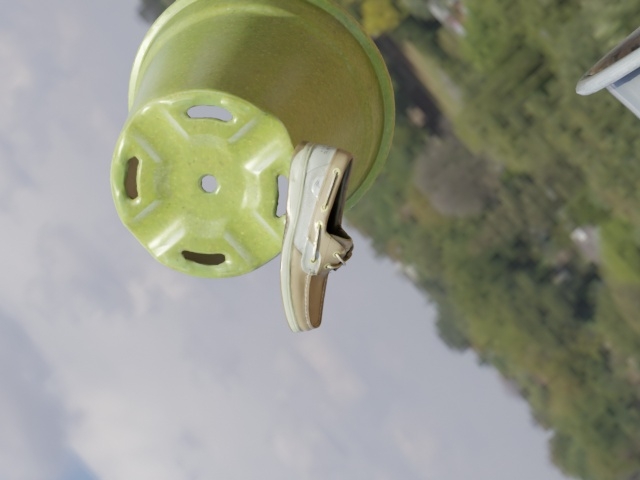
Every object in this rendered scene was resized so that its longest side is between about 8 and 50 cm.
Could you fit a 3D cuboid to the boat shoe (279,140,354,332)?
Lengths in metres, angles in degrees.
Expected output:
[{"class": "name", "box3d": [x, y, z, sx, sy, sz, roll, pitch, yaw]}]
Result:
[{"class": "boat shoe", "box3d": [0.000, 0.000, 1.208, 0.045, 0.135, 0.050, 6, -167, 15]}]

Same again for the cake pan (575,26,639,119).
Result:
[{"class": "cake pan", "box3d": [0.244, -0.134, 0.750, 0.054, 0.293, 0.293, 53, -179, -1]}]

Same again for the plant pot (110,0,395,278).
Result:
[{"class": "plant pot", "box3d": [-0.081, -0.091, 1.651, 0.276, 0.276, 0.254, 48, -160, -9]}]
